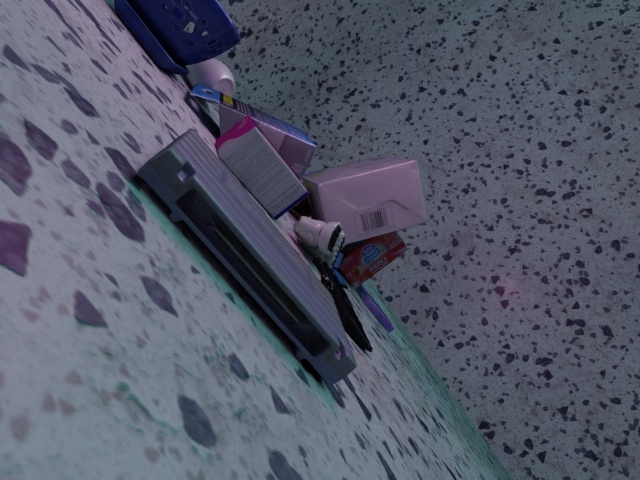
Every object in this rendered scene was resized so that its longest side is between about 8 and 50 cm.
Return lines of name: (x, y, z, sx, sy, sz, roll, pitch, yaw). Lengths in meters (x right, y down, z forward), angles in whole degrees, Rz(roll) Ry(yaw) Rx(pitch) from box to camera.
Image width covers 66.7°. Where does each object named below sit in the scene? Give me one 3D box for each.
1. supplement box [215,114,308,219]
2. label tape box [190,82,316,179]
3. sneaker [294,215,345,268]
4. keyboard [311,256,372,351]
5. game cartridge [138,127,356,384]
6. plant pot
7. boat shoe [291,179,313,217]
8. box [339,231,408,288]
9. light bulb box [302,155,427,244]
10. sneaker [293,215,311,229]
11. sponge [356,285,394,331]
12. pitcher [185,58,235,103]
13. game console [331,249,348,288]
supplement box: (-0.143, -0.177, 1.189, 0.220, 0.114, 0.111, 48, 8, -34)
label tape box: (-0.204, -0.310, 1.363, 0.347, 0.115, 0.249, 19, 17, -18)
sneaker: (0.000, 0.000, 1.377, 0.118, 0.110, 0.292, 20, -14, 12)
keyboard: (0.038, 0.132, 1.199, 0.202, 0.033, 0.317, 57, 2, -22)
game cartridge: (-0.090, 0.012, 0.669, 0.355, 0.068, 0.230, 51, 1, -19)
plant pot: (-0.361, -0.560, 1.232, 0.236, 0.212, 0.236, 52, 4, -13)
boat shoe: (-0.094, -0.163, 1.617, 0.098, 0.109, 0.302, 54, -1, 28)
box: (0.184, 0.047, 1.846, 0.128, 0.256, 0.123, 53, 2, -16)
light bulb box: (0.139, -0.157, 1.769, 0.361, 0.357, 0.226, -136, -147, -73)
sneaker: (-0.040, -0.032, 1.466, 0.065, 0.061, 0.158, 59, 4, -9)
sponge: (0.216, 0.269, 1.930, 0.210, 0.031, 0.117, 51, 5, -34)
pitcher: (-0.351, -0.496, 1.524, 0.207, 0.125, 0.178, 43, -16, 29)
game console: (0.072, 0.092, 1.597, 0.071, 0.107, 0.122, 25, -4, 16)
